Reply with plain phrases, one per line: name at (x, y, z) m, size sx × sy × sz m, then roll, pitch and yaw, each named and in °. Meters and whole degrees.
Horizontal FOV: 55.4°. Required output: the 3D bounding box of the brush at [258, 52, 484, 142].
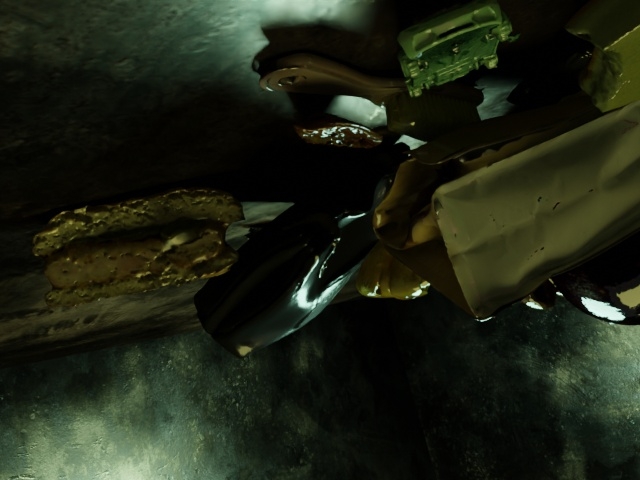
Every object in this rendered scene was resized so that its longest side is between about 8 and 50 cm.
brush at (0.072, -0.138, 0.627) m, size 0.313 × 0.067 × 0.072 m, roll -3°, pitch 165°, yaw -43°

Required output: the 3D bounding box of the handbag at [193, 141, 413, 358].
handbag at (0.000, 0.000, 0.869) m, size 0.342 × 0.152 × 0.288 m, roll -44°, pitch 179°, yaw -36°

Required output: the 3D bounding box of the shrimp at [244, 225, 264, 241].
shrimp at (-0.064, -0.017, 1.126) m, size 0.161 × 0.034 × 0.091 m, roll -4°, pitch 172°, yaw -42°

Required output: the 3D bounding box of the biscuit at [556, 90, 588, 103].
biscuit at (0.375, -0.190, 0.859) m, size 0.241 × 0.035 × 0.158 m, roll -19°, pitch 167°, yaw 17°

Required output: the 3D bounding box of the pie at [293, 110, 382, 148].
pie at (0.019, -0.113, 0.633) m, size 0.088 × 0.033 × 0.191 m, roll 11°, pitch -173°, yaw -2°

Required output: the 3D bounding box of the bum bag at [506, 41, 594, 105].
bum bag at (0.290, -0.201, 0.653) m, size 0.087 × 0.049 × 0.198 m, roll -1°, pitch 162°, yaw -29°

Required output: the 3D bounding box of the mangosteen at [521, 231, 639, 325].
mangosteen at (0.605, -0.005, 1.320) m, size 0.436 × 0.381 × 0.382 m, roll -3°, pitch 177°, yaw 31°

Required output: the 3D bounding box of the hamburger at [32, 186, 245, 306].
hamburger at (-0.227, -0.001, 0.803) m, size 0.262 × 0.124 × 0.131 m, roll -10°, pitch -172°, yaw -4°

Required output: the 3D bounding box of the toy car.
toy car at (0.110, -0.170, 0.519) m, size 0.094 × 0.058 × 0.186 m, roll -18°, pitch -179°, yaw 12°

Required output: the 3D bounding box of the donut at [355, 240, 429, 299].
donut at (0.242, 0.039, 1.391) m, size 0.361 × 0.169 × 0.360 m, roll -10°, pitch 180°, yaw 0°

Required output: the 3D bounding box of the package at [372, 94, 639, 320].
package at (0.230, -0.085, 0.694) m, size 0.312 × 0.164 × 0.221 m, roll -25°, pitch -148°, yaw -14°

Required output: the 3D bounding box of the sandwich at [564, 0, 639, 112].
sandwich at (0.346, -0.195, 0.561) m, size 0.212 × 0.063 × 0.245 m, roll -33°, pitch 151°, yaw 29°
